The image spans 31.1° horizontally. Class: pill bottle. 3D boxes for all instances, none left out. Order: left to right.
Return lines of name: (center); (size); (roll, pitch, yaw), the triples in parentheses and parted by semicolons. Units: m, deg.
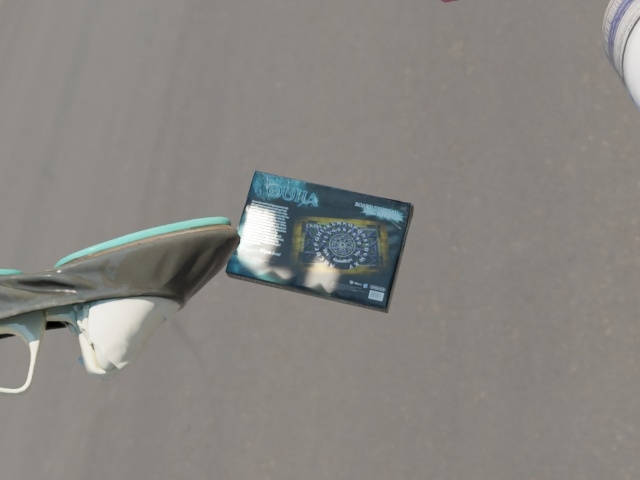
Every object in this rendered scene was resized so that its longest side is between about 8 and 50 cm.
pill bottle: (0.228, -0.113, 0.697); (0.094, 0.094, 0.169); (-54, 7, 21)

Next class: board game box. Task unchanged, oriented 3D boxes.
board game box: (0.000, 0.000, 1.280); (0.026, 0.186, 0.126); (72, -148, -71)

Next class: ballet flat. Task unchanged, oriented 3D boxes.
ballet flat: (-0.185, 0.054, 0.784); (0.095, 0.281, 0.096); (124, 135, -72)

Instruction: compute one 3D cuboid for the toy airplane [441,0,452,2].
toy airplane: (0.135, -0.250, 0.861); (0.151, 0.028, 0.151); (-164, 90, -70)
